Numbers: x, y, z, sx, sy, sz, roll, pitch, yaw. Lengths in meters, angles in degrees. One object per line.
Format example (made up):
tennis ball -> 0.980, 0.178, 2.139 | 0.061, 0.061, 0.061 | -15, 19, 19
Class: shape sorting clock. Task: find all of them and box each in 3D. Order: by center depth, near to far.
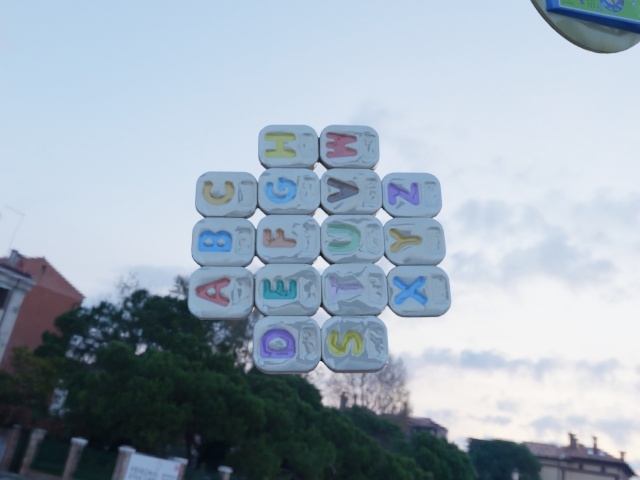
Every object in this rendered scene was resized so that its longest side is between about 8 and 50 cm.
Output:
shape sorting clock -> 0.307, -0.311, 0.732 | 0.206, 0.206, 0.040 | 16, -17, -14

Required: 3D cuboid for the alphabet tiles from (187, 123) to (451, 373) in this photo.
alphabet tiles -> 0.000, 0.000, 0.685 | 0.277, 0.284, 0.021 | 1, -21, -3
